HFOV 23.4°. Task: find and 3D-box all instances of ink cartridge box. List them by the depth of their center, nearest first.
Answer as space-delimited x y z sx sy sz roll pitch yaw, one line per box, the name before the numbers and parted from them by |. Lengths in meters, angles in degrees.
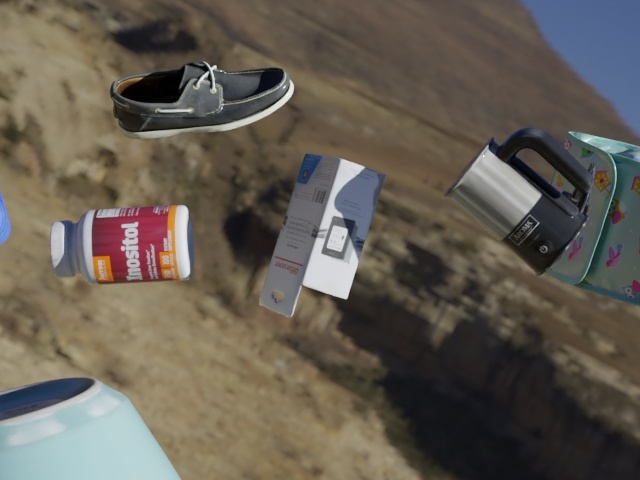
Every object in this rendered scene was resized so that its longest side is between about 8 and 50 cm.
ink cartridge box | 0.000 0.000 1.706 0.060 0.180 0.104 18 0 -24

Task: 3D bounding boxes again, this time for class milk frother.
milk frother | 0.224 -0.056 1.657 0.135 0.129 0.143 41 11 0

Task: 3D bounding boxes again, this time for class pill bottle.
pill bottle | -0.220 0.006 1.727 0.152 0.086 0.086 -4 1 3

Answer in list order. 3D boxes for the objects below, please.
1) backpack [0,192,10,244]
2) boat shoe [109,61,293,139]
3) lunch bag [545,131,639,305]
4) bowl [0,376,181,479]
backpack | -0.377 -0.038 1.570 0.101 0.098 0.120 74 -7 -86
boat shoe | -0.151 -0.187 1.970 0.084 0.233 0.079 -96 176 -46
lunch bag | 0.454 -0.028 2.303 0.262 0.223 0.160 19 17 19
bowl | -0.284 0.235 1.508 0.311 0.163 0.311 -13 6 1
